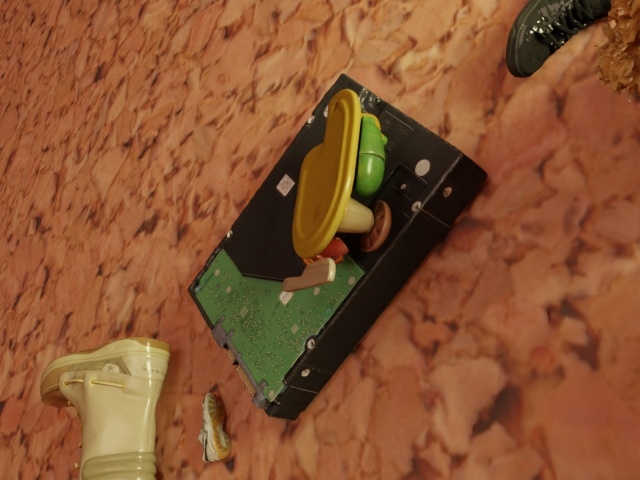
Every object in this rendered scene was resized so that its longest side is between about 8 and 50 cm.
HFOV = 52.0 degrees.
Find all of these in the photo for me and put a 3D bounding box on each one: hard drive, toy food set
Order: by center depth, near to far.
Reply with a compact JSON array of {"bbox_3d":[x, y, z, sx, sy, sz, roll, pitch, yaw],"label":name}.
[{"bbox_3d":[0.028,-0.041,0.654,0.128,0.071,0.217,-34,44,60],"label":"toy food set"},{"bbox_3d":[0.000,0.000,0.746,0.339,0.064,0.237,-53,43,9],"label":"hard drive"}]

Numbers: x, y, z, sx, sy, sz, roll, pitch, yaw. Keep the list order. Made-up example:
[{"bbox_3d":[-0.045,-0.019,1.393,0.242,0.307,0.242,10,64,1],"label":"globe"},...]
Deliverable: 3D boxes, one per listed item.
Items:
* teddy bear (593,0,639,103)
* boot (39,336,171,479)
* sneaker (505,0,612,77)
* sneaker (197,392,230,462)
[{"bbox_3d":[0.271,-0.151,0.298,0.245,0.113,0.338,-60,26,16],"label":"teddy bear"},{"bbox_3d":[-0.309,0.257,0.899,0.262,0.095,0.203,-21,58,31],"label":"boot"},{"bbox_3d":[0.251,-0.230,0.624,0.089,0.051,0.170,28,87,52],"label":"sneaker"},{"bbox_3d":[-0.135,0.225,0.788,0.037,0.032,0.083,-36,49,26],"label":"sneaker"}]
